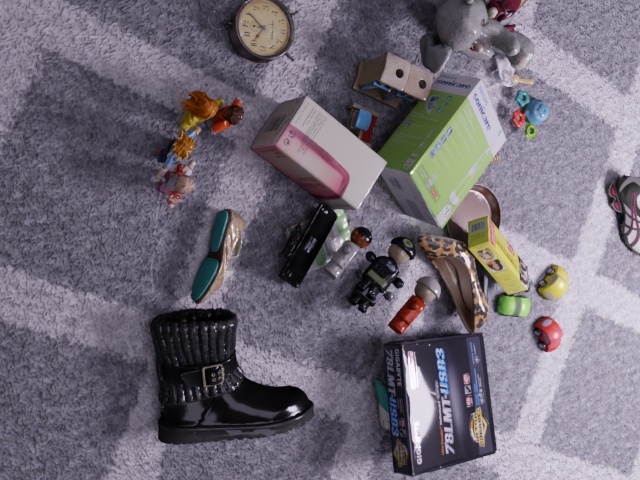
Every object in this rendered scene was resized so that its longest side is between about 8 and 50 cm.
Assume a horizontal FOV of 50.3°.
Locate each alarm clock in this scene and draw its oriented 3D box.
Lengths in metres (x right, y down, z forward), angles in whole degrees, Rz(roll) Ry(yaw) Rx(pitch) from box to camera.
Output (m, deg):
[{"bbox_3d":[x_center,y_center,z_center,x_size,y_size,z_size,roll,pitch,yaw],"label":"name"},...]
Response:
[{"bbox_3d":[-0.140,-0.436,1.401,0.192,0.064,0.129,5,92,-28],"label":"alarm clock"}]

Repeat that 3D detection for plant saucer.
[{"bbox_3d":[0.376,-0.057,1.698,0.168,0.029,0.168,-2,94,-26],"label":"plant saucer"}]

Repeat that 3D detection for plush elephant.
[{"bbox_3d":[0.354,-0.493,1.501,0.330,0.272,0.255,21,47,0],"label":"plush elephant"}]

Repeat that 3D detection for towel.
[{"bbox_3d":[0.000,0.000,1.527,0.152,0.023,0.113,-23,106,-25],"label":"towel"}]

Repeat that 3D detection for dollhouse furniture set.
[{"bbox_3d":[0.144,-0.295,1.512,0.129,0.129,0.184,18,85,-26],"label":"dollhouse furniture set"}]

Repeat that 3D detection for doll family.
[{"bbox_3d":[-0.255,-0.196,1.306,0.118,0.163,0.263,37,78,-23],"label":"doll family"}]

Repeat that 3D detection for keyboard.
[{"bbox_3d":[-0.038,0.001,1.482,0.100,0.038,0.192,43,72,-49],"label":"keyboard"}]

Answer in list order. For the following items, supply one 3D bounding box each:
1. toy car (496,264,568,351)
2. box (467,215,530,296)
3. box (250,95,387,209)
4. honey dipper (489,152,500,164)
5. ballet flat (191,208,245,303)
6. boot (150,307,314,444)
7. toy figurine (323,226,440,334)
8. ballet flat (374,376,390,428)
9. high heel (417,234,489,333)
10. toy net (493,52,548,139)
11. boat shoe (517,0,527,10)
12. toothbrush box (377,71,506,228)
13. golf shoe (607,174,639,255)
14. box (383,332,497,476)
[{"bbox_3d":[0.564,0.178,1.792,0.225,0.053,0.239,6,91,-26],"label":"toy car"},{"bbox_3d":[0.438,0.042,1.672,0.232,0.058,0.087,43,41,-35],"label":"box"},{"bbox_3d":[-0.005,-0.179,1.438,0.232,0.148,0.127,36,79,-23],"label":"box"},{"bbox_3d":[0.373,-0.187,1.688,0.160,0.030,0.030,-20,102,-20],"label":"honey dipper"},{"bbox_3d":[-0.202,0.039,1.405,0.067,0.073,0.206,22,88,-40],"label":"ballet flat"},{"bbox_3d":[-0.172,0.267,1.399,0.348,0.131,0.260,-1,94,-25],"label":"boot"},{"bbox_3d":[0.134,0.077,1.484,0.148,0.209,0.213,-49,125,-12],"label":"toy figurine"},{"bbox_3d":[0.194,0.427,1.620,0.087,0.083,0.247,-46,110,0],"label":"ballet flat"},{"bbox_3d":[0.315,0.103,1.623,0.261,0.093,0.186,27,63,-32],"label":"high heel"},{"bbox_3d":[0.492,-0.369,1.725,0.122,0.045,0.232,-48,110,-13],"label":"toy net"},{"bbox_3d":[0.489,-0.641,1.668,0.285,0.104,0.089,-46,114,-15],"label":"boat shoe"},{"bbox_3d":[0.277,-0.206,1.553,0.283,0.122,0.206,-52,135,-12],"label":"toothbrush box"},{"bbox_3d":[0.904,-0.058,1.905,0.105,0.120,0.273,-41,111,-19],"label":"golf shoe"},{"bbox_3d":[0.283,0.373,1.597,0.293,0.073,0.295,2,80,-40],"label":"box"}]
